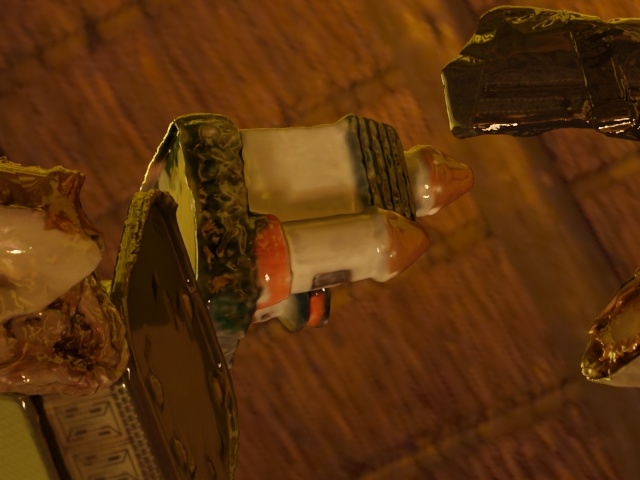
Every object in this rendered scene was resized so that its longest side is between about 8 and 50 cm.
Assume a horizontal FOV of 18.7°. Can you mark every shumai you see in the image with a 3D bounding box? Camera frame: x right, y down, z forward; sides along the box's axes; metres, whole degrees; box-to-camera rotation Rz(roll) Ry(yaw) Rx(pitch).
[{"bbox_3d":[-0.170,0.015,1.015,0.116,0.146,0.145,106,-32,-47],"label":"shumai"}]

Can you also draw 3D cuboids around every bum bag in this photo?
[{"bbox_3d":[0.165,-0.086,1.053,0.198,0.049,0.087,2,-119,9],"label":"bum bag"}]

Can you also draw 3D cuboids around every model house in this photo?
[{"bbox_3d":[0.000,0.000,1.648,0.271,0.301,0.190,125,-46,-67],"label":"model house"},{"bbox_3d":[-0.214,0.114,1.294,0.279,0.218,0.205,-12,-152,8],"label":"model house"}]

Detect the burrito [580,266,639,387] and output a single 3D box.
[{"bbox_3d":[0.366,0.066,1.533,0.299,0.143,0.105,5,-136,-6],"label":"burrito"}]
